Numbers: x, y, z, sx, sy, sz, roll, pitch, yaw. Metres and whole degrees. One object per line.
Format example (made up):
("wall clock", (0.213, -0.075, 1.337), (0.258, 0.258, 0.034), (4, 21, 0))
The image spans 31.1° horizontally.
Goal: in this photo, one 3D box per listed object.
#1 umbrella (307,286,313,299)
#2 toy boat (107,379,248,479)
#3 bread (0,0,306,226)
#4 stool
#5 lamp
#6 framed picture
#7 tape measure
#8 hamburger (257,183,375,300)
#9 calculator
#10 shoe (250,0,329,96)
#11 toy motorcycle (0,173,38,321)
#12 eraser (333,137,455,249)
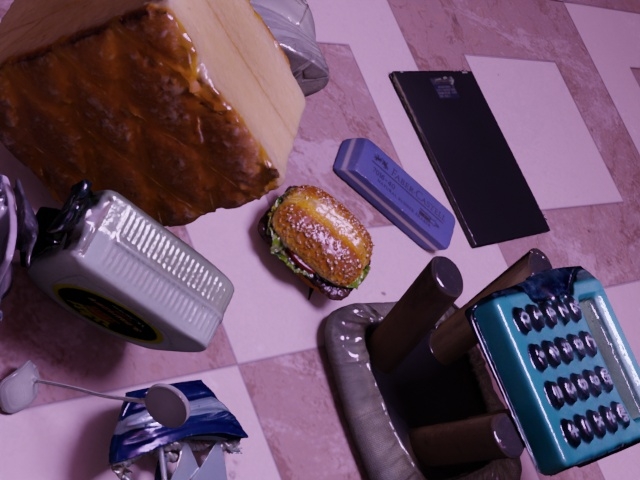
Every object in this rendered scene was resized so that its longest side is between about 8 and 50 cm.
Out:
("umbrella", (-0.005, 0.037, 1.615), (0.022, 0.013, 0.122), (59, 32, -31))
("toy boat", (-0.153, 0.281, 1.237), (0.210, 0.070, 0.291), (35, 48, -44))
("bread", (-0.200, -0.171, 1.306), (0.279, 0.279, 0.207), (53, 32, -35))
("stool", (0.202, 0.190, 1.553), (0.310, 0.226, 0.310), (-3, 68, -45))
("lamp", (-0.230, 0.164, 1.177), (0.056, 0.198, 0.050), (-52, 145, -58))
("framed picture", (0.267, -0.152, 2.025), (0.255, 0.014, 0.338), (-11, 73, -49))
("tape measure", (-0.227, 0.021, 1.242), (0.235, 0.207, 0.115), (39, 67, -33))
("hamburger", (0.000, 0.000, 1.569), (0.166, 0.087, 0.137), (42, 49, -5))
("calculator", (0.321, 0.158, 1.476), (0.274, 0.058, 0.248), (-6, 68, -46))
("shoe", (-0.136, -0.352, 1.670), (0.342, 0.132, 0.210), (26, 43, -37))
("toy motorcycle", (-0.377, 0.005, 1.155), (0.143, 0.188, 0.327), (9, 42, -30))
("eraser", (0.118, -0.072, 1.797), (0.225, 0.036, 0.082), (40, 43, -19))
